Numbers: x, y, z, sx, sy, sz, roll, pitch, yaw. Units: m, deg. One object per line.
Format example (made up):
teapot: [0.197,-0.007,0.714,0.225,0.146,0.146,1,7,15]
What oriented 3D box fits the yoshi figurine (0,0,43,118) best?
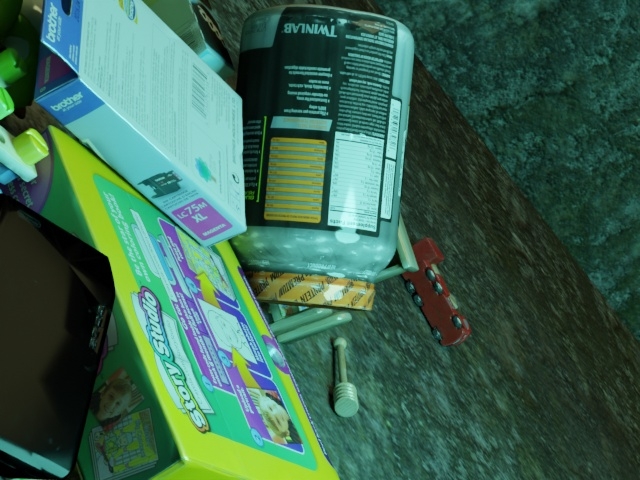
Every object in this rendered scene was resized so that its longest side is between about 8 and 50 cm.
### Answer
yoshi figurine: [-0.340,-0.286,1.590,0.203,0.203,0.362,24,35,-32]

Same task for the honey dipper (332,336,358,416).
honey dipper: [0.027,0.168,1.978,0.030,0.030,0.160,48,14,-22]

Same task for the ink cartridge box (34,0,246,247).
ink cartridge box: [-0.182,-0.149,1.519,0.311,0.065,0.185,46,30,-43]

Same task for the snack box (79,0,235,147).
snack box: [-0.225,-0.263,1.823,0.060,0.187,0.322,36,26,-48]

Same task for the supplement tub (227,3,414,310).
supplement tub: [-0.004,-0.085,1.717,0.193,0.194,0.316,14,81,-65]

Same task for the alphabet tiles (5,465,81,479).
alphabet tiles: [-0.228,0.149,1.358,0.198,0.009,0.237,58,18,10]

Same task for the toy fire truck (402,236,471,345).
toy fire truck: [0.187,0.083,2.518,0.192,0.047,0.135,61,17,15]

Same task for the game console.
game console: [-0.315,0.029,1.195,0.361,0.044,0.213,33,48,-32]

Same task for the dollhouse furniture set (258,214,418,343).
dollhouse furniture set: [0.000,0.000,1.913,0.242,0.161,0.212,23,48,-70]

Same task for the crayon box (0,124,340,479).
crayon box: [-0.144,0.107,1.474,0.313,0.106,0.363,32,27,-56]

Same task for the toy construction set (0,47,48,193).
toy construction set: [-0.360,-0.176,1.338,0.215,0.151,0.327,-106,175,-47]
